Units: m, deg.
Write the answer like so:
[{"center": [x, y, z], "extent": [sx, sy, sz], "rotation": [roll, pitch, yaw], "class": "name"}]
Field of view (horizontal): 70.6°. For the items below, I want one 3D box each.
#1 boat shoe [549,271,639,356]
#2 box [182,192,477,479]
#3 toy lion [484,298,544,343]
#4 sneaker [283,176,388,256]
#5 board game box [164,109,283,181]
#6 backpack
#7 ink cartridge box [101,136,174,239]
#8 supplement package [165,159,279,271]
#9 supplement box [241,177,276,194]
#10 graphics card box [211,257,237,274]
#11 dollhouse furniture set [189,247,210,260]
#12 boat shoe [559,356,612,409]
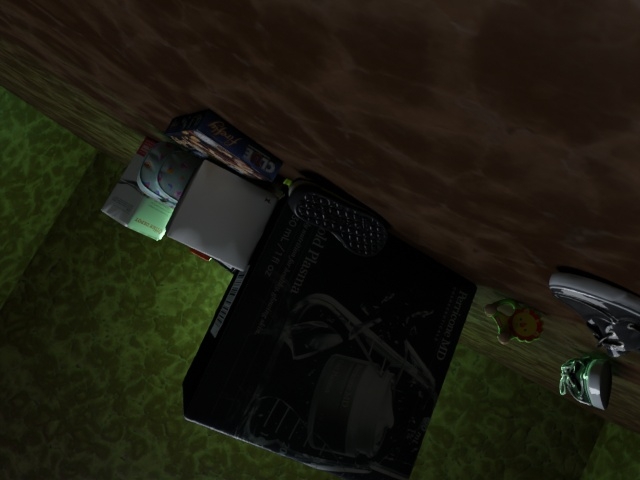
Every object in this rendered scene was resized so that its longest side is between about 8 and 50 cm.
[{"center": [0.399, 0.120, 0.587], "extent": [0.228, 0.076, 0.080], "rotation": [28, 173, 1], "class": "boat shoe"}, {"center": [0.011, 0.220, 1.020], "extent": [0.471, 0.480, 0.297], "rotation": [27, 168, -14], "class": "box"}, {"center": [0.403, 0.165, 0.932], "extent": [0.034, 0.096, 0.100], "rotation": [41, -154, -62], "class": "toy lion"}, {"center": [0.034, -0.056, 0.860], "extent": [0.234, 0.084, 0.097], "rotation": [32, -163, -29], "class": "sneaker"}, {"center": [-0.197, -0.182, 0.884], "extent": [0.165, 0.042, 0.243], "rotation": [32, 172, -32], "class": "board game box"}, {"center": [-0.391, -0.173, 1.217], "extent": [0.188, 0.166, 0.144], "rotation": [26, 172, -17], "class": "backpack"}, {"center": [-0.541, -0.160, 1.460], "extent": [0.114, 0.273, 0.197], "rotation": [26, 173, 16], "class": "ink cartridge box"}, {"center": [-0.240, -0.060, 1.043], "extent": [0.175, 0.177, 0.293], "rotation": [27, 175, -20], "class": "supplement package"}, {"center": [-0.168, -0.136, 1.138], "extent": [0.098, 0.036, 0.062], "rotation": [27, 174, 12], "class": "supplement box"}, {"center": [-0.188, 0.040, 1.482], "extent": [0.371, 0.233, 0.094], "rotation": [39, 138, -7], "class": "graphics card box"}, {"center": [-0.371, -0.056, 1.619], "extent": [0.262, 0.259, 0.135], "rotation": [28, 176, -5], "class": "dollhouse furniture set"}, {"center": [0.644, 0.338, 1.100], "extent": [0.105, 0.113, 0.306], "rotation": [6, 170, 35], "class": "boat shoe"}]
